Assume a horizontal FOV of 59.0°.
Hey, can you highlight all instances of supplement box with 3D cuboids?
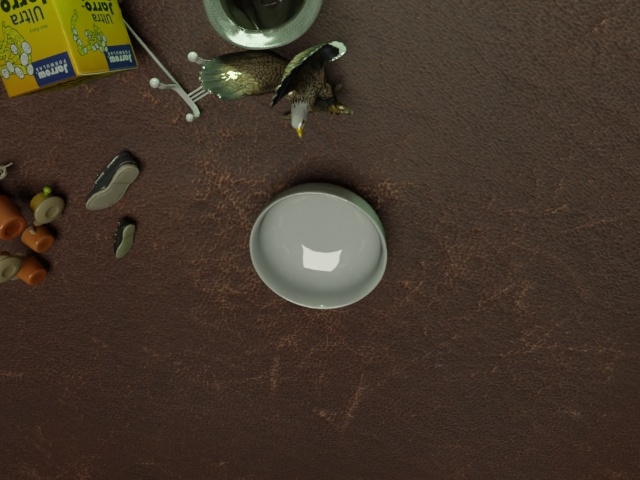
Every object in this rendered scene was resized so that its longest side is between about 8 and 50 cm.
[{"bbox_3d":[-0.546,-0.489,1.115,0.194,0.195,0.357,-8,108,22],"label":"supplement box"}]

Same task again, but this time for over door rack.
[{"bbox_3d":[-0.288,-0.442,1.214,0.239,0.108,0.324,-26,114,19],"label":"over door rack"}]

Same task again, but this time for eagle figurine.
[{"bbox_3d":[-0.057,-0.318,1.133,0.226,0.225,0.298,-40,152,20],"label":"eagle figurine"}]

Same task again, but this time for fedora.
[{"bbox_3d":[-0.105,-0.494,1.120,0.243,0.124,0.275,-11,88,7],"label":"fedora"}]

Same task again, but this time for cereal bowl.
[{"bbox_3d":[0.000,0.000,1.419,0.339,0.141,0.339,3,120,5],"label":"cereal bowl"}]

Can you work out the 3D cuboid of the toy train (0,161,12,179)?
[{"bbox_3d":[-0.862,-0.104,1.495,0.248,0.105,0.143,-19,128,16],"label":"toy train"}]

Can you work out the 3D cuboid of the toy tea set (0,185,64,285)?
[{"bbox_3d":[-0.819,-0.009,1.510,0.124,0.200,0.336,37,122,15],"label":"toy tea set"}]

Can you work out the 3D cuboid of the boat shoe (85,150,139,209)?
[{"bbox_3d":[-0.541,-0.152,1.457,0.206,0.075,0.065,-36,67,30],"label":"boat shoe"}]

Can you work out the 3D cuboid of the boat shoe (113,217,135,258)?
[{"bbox_3d":[-0.540,-0.006,1.542,0.042,0.049,0.133,40,129,16],"label":"boat shoe"}]
